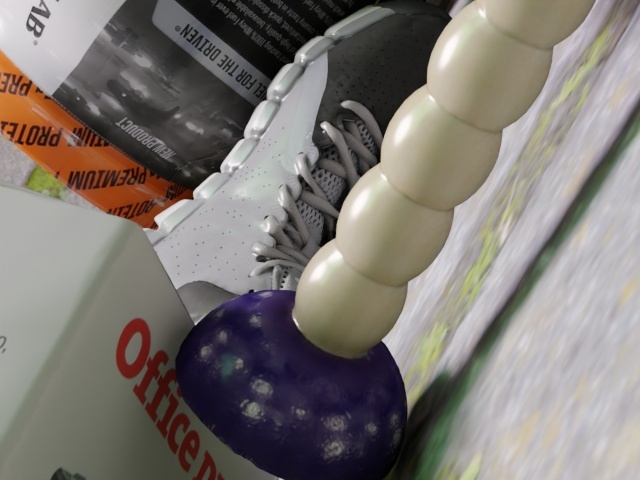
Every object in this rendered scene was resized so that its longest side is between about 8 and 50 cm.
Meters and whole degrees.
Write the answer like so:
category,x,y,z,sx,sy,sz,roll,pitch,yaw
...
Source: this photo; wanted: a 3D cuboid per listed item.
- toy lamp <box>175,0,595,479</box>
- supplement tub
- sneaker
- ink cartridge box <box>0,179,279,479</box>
category,x,y,z,sx,sy,sz,roll,pitch,yaw
toy lamp,0.053,-0.058,0.425,0.274,0.080,0.080,-62,4,26
supplement tub,-0.030,-0.179,0.837,0.338,0.207,0.207,-49,6,5
sneaker,0.000,0.000,0.731,0.228,0.086,0.132,-45,34,-2
ink cartridge box,-0.128,0.138,0.496,0.273,0.114,0.197,-65,-25,-26
